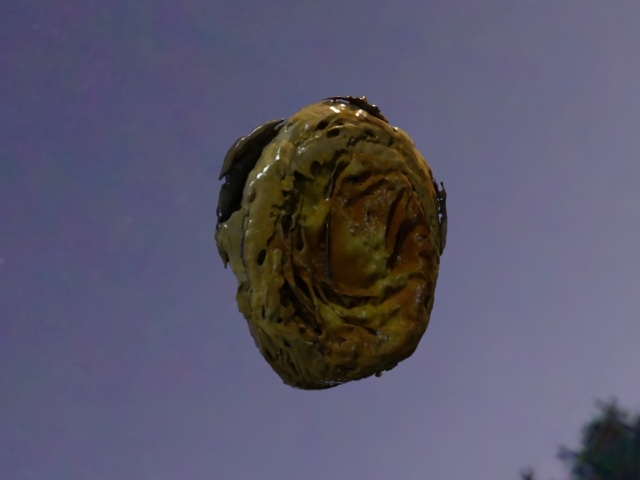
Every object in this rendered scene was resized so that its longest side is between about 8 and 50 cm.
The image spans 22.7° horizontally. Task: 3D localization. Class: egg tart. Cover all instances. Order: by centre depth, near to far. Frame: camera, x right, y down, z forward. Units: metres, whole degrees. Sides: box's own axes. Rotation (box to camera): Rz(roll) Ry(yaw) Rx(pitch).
[{"bbox_3d":[0.000,0.000,1.596,0.297,0.132,0.297,-6,-80,-36],"label":"egg tart"}]
